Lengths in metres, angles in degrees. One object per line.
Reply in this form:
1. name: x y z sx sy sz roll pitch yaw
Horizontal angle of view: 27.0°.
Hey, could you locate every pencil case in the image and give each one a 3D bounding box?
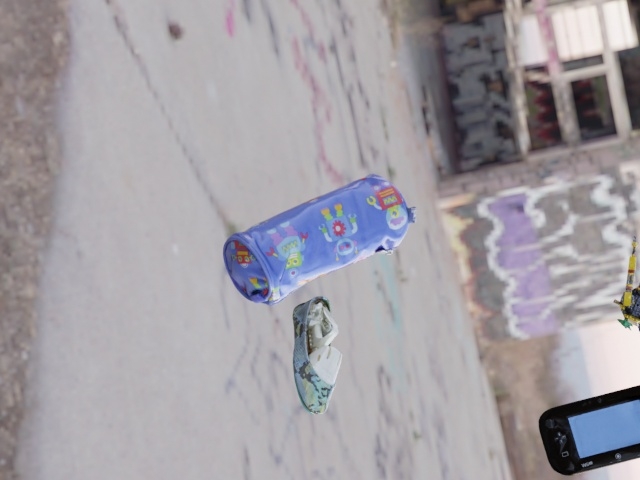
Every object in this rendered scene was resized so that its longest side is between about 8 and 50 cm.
1. pencil case: 0.000 0.000 2.086 0.119 0.306 0.133 -24 -90 62

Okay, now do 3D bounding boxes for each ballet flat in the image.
1. ballet flat: -0.003 0.146 1.784 0.070 0.070 0.188 72 6 -45

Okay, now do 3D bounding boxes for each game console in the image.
1. game console: 0.510 0.273 1.967 0.044 0.361 0.213 66 10 -62

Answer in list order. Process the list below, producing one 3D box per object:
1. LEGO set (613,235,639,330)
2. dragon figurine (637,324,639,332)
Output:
1. LEGO set: 0.666 0.038 2.326 0.331 0.255 0.192 -57 161 -2
2. dragon figurine: 0.552 0.145 1.845 0.144 0.289 0.085 -124 -138 -67
